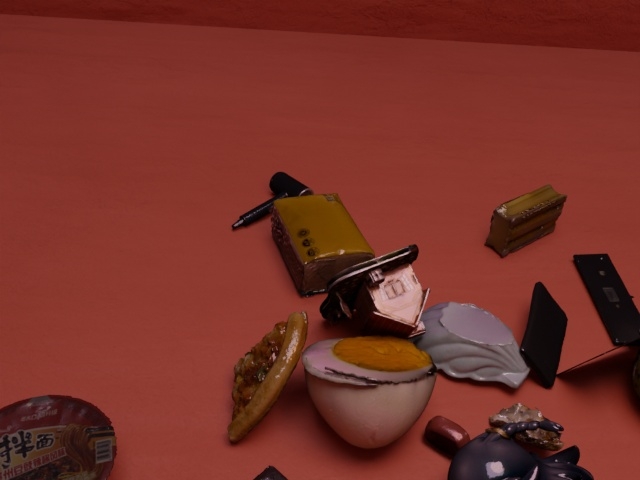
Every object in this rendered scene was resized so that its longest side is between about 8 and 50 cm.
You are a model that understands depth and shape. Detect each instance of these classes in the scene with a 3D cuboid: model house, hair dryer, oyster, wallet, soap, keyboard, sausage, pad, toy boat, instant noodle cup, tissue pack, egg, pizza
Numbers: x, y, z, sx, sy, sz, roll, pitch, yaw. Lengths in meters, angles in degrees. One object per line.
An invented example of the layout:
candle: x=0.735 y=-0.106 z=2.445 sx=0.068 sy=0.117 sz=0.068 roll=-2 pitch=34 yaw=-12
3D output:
model house: x=0.126 y=0.153 z=1.444 sx=0.207 sy=0.294 sz=0.153 roll=-21 pitch=71 yaw=-13
hair dryer: x=-0.154 y=-0.104 z=1.875 sx=0.256 sy=0.069 sz=0.128 roll=-30 pitch=49 yaw=-29
oyster: x=0.414 y=0.376 z=1.333 sx=0.103 sy=0.051 sz=0.148 roll=-10 pitch=13 yaw=-22
wallet: x=0.506 y=0.206 z=1.520 sx=0.124 sy=0.025 sz=0.244 roll=51 pitch=41 yaw=-13
soap: x=0.556 y=-0.057 z=1.824 sx=0.233 sy=0.134 sz=0.076 roll=-24 pitch=47 yaw=-30
keyboard: x=0.727 y=0.143 z=1.681 sx=0.106 sy=0.027 sz=0.316 roll=0 pitch=39 yaw=-1
sausage: x=0.249 y=0.379 z=1.312 sx=0.094 sy=0.058 sz=0.054 roll=24 pitch=30 yaw=29
pad: x=0.670 y=0.215 z=1.440 sx=0.300 sy=0.202 sz=0.005 roll=-18 pitch=71 yaw=-18
toy boat: x=0.327 y=0.216 z=1.493 sx=0.291 sy=0.100 sz=0.199 roll=24 pitch=43 yaw=25
instant noodle cup: x=-0.492 y=0.404 z=1.181 sx=0.274 sy=0.090 sz=0.273 roll=3 pitch=39 yaw=-2
tissue pack: x=0.000 y=0.000 z=1.698 sx=0.193 sy=0.133 sz=0.270 roll=-10 pitch=41 yaw=-18
egg: x=0.091 y=0.295 z=1.327 sx=0.265 sy=0.173 sz=0.286 roll=3 pitch=12 yaw=-1
pizza: x=-0.120 y=0.260 z=1.348 sx=0.292 sy=0.058 sz=0.197 roll=-59 pitch=24 yaw=-11

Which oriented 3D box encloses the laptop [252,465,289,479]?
laptop: x=-0.108 y=0.500 z=1.156 sx=0.154 sy=0.026 sz=0.207 roll=33 pitch=48 yaw=28

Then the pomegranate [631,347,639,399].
pomegranate: x=0.744 y=0.274 z=1.408 sx=0.215 sy=0.214 sz=0.248 roll=1 pitch=5 yaw=-5

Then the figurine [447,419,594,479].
figurine: x=0.355 y=0.425 z=1.186 sx=0.265 sy=0.175 sz=0.197 roll=-9 pitch=48 yaw=-27
